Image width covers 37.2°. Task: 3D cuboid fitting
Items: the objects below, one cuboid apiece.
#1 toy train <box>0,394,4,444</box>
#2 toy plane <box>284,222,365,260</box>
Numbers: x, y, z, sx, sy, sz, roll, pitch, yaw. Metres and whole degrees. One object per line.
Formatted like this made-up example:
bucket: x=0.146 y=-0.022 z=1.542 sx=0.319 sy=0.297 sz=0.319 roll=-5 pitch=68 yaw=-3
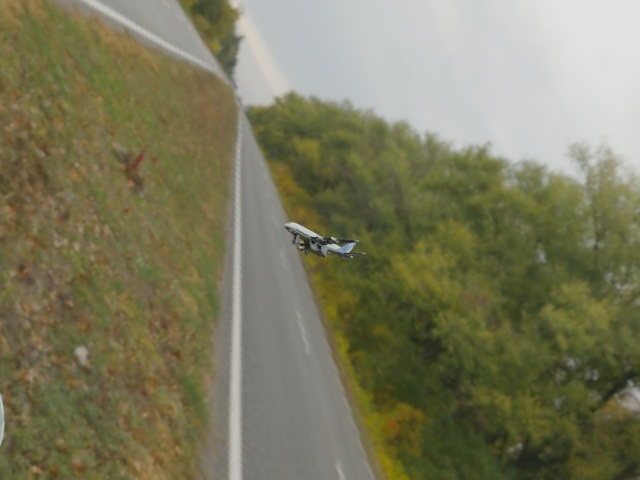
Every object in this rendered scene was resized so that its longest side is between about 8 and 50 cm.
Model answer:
toy train: x=-0.266 y=0.038 z=0.646 sx=0.051 sy=0.052 sz=0.234 roll=88 pitch=-17 yaw=-77
toy plane: x=0.000 y=0.003 z=0.877 sx=0.078 sy=0.084 sz=0.024 roll=-16 pitch=-115 yaw=51
